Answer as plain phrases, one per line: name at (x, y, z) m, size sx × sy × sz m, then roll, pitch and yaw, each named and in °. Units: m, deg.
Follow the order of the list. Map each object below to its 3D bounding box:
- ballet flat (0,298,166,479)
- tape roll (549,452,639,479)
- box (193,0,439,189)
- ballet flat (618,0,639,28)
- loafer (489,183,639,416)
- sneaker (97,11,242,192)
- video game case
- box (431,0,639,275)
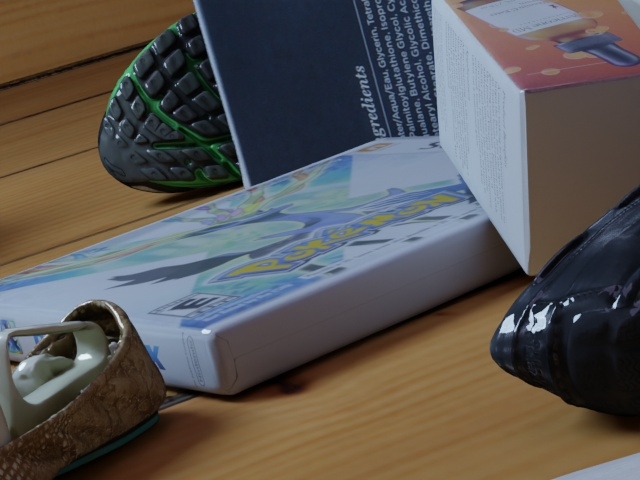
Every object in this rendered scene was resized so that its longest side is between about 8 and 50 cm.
ballet flat at (-0.132, 0.075, 0.762) m, size 0.073 × 0.067 × 0.206 m, roll -10°, pitch 13°, yaw 24°
tape roll at (0.097, 0.114, 0.268) m, size 0.392 × 0.072 × 0.392 m, roll -15°, pitch 10°, yaw 3°
box at (0.157, -0.188, 1.308) m, size 0.396 × 0.212 × 0.293 m, roll -8°, pitch 14°, yaw 34°
ballet flat at (0.254, -0.011, 0.416) m, size 0.400 × 0.139 × 0.139 m, roll 7°, pitch 21°, yaw 28°
loafer at (0.146, 0.000, 0.745) m, size 0.078 × 0.076 × 0.223 m, roll 4°, pitch 24°, yaw 38°
sneaker at (-0.054, -0.114, 1.517) m, size 0.343 × 0.134 × 0.146 m, roll -33°, pitch -4°, yaw -47°
video game case at (0.000, 0.000, 1.038) m, size 0.329 × 0.036 × 0.300 m, roll -22°, pitch 13°, yaw -32°
box at (0.135, -0.066, 0.911) m, size 0.130 × 0.091 × 0.170 m, roll -9°, pitch 25°, yaw -8°
